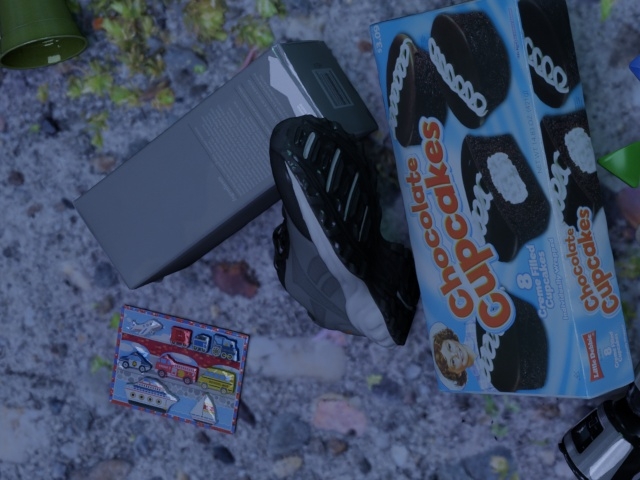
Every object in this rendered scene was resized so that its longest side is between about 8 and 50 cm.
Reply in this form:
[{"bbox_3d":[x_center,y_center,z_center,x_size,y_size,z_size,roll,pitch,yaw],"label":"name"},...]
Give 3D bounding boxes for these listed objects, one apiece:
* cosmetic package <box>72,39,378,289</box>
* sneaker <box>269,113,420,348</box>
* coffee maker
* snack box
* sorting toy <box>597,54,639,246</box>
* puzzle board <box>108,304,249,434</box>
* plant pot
[{"bbox_3d":[-0.081,-0.065,1.570,0.238,0.127,0.107,-33,87,19],"label":"cosmetic package"},{"bbox_3d":[0.000,0.001,1.499,0.108,0.271,0.100,4,55,22],"label":"sneaker"},{"bbox_3d":[0.310,0.154,1.473,0.171,0.120,0.178,38,109,9],"label":"coffee maker"},{"bbox_3d":[0.144,-0.034,1.483,0.187,0.060,0.322,-4,98,55],"label":"snack box"},{"bbox_3d":[0.377,-0.025,1.444,0.348,0.047,0.196,37,95,5],"label":"sorting toy"},{"bbox_3d":[-0.132,0.119,1.678,0.128,0.011,0.096,13,102,17],"label":"puzzle board"},{"bbox_3d":[-0.258,-0.205,1.639,0.083,0.083,0.079,-18,80,21],"label":"plant pot"}]
